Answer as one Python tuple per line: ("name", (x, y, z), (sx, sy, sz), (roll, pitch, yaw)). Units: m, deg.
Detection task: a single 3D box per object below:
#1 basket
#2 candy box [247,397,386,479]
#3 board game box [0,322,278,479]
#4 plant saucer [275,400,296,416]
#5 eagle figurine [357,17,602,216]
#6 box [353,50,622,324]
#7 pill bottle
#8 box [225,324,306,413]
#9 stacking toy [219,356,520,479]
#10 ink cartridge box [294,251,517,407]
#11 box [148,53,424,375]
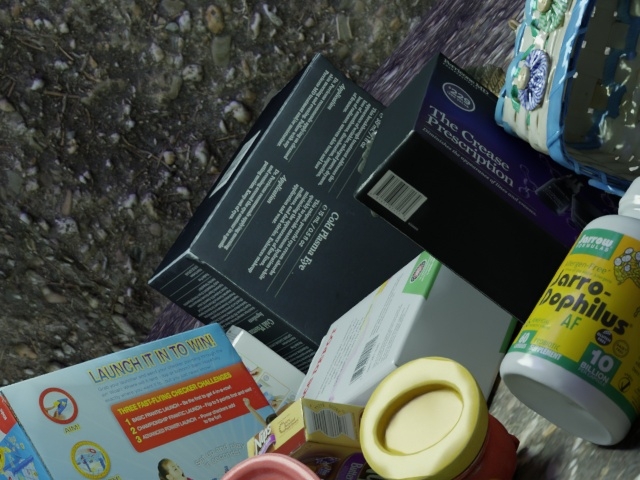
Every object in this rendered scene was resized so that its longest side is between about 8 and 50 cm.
("basket", (0.303, -0.152, 1.405), (0.289, 0.201, 0.255), (19, 97, 51))
("candy box", (0.035, 0.211, 1.533), (0.109, 0.186, 0.053), (-44, 45, 45))
("board game box", (-0.152, 0.258, 1.562), (0.308, 0.302, 0.086), (-14, -26, -48))
("plant saucer", (-0.050, 0.216, 1.732), (0.083, 0.013, 0.083), (-54, 11, 16))
("eagle figurine", (0.215, -0.108, 1.812), (0.298, 0.225, 0.226), (-44, 19, -9))
("box", (0.176, -0.041, 1.510), (0.103, 0.261, 0.184), (-48, 12, 29))
("pill bottle", (0.248, 0.054, 1.275), (0.208, 0.117, 0.117), (-56, 10, -15))
("box", (-0.051, 0.206, 1.886), (0.103, 0.203, 0.114), (-54, 8, -6))
("stacking toy", (0.054, 0.288, 1.364), (0.309, 0.130, 0.279), (-29, 47, 18))
("ink cartridge box", (0.086, 0.144, 1.708), (0.278, 0.117, 0.201), (-42, 16, 50))
("box", (0.007, -0.002, 2.013), (0.343, 0.312, 0.179), (-58, 10, -26))
